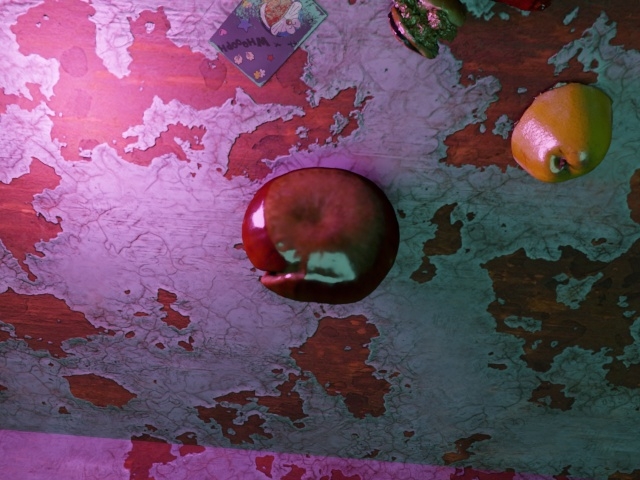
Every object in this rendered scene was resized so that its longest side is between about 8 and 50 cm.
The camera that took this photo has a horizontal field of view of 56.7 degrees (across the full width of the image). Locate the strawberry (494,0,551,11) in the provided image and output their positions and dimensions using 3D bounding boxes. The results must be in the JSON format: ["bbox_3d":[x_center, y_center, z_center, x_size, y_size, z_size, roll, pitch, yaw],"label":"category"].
[{"bbox_3d":[0.341,-0.564,1.154,0.336,0.149,0.265,34,148,-16],"label":"strawberry"}]

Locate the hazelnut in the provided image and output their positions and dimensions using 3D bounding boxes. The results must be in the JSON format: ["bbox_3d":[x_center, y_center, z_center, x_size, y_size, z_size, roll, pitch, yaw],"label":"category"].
[{"bbox_3d":[0.000,0.000,1.542,0.408,0.359,0.360,4,127,11],"label":"hazelnut"}]

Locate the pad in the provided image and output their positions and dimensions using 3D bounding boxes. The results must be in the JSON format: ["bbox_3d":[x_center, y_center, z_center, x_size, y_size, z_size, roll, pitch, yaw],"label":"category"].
[{"bbox_3d":[-0.125,-0.493,1.386,0.170,0.006,0.245,38,119,-23],"label":"pad"}]

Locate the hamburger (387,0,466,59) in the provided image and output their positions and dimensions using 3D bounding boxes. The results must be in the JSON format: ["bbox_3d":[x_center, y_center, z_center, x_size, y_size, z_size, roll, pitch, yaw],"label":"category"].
[{"bbox_3d":[0.222,-0.490,1.273,0.184,0.159,0.131,17,133,-34],"label":"hamburger"}]

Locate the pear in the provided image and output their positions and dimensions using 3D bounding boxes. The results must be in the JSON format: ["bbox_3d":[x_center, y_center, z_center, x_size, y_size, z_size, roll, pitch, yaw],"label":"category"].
[{"bbox_3d":[0.608,-0.228,1.435,0.266,0.178,0.267,-1,129,-1],"label":"pear"}]
